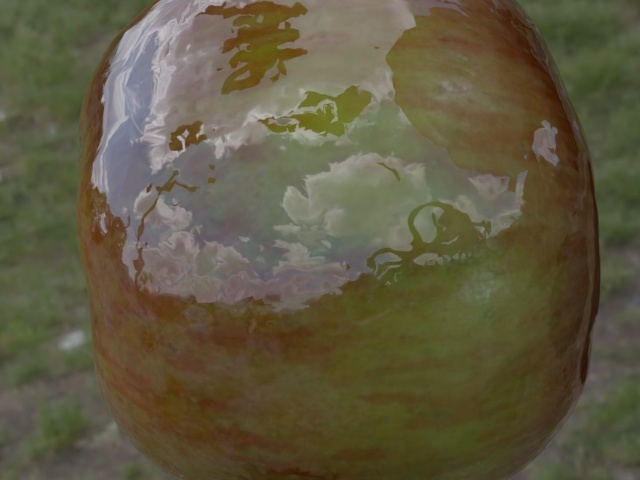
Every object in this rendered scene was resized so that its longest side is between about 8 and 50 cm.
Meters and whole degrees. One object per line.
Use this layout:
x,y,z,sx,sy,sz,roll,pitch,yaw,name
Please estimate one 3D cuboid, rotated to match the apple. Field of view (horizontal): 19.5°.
0.000,-0.002,0.387,0.102,0.126,0.126,-2,23,-8,apple
